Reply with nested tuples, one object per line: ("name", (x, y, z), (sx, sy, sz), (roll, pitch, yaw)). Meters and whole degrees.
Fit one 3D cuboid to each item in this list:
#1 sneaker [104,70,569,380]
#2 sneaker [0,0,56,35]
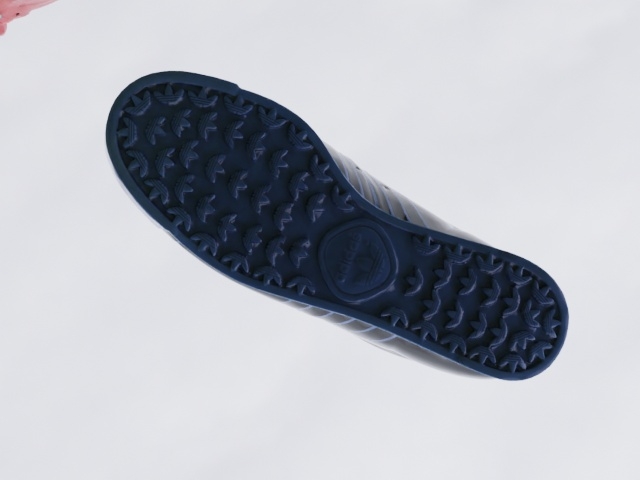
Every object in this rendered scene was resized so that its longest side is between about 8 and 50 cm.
("sneaker", (0.000, 0.000, 0.845), (0.081, 0.232, 0.090), (-62, -168, -9))
("sneaker", (-0.230, -0.193, 1.297), (0.107, 0.279, 0.118), (42, -61, 16))
